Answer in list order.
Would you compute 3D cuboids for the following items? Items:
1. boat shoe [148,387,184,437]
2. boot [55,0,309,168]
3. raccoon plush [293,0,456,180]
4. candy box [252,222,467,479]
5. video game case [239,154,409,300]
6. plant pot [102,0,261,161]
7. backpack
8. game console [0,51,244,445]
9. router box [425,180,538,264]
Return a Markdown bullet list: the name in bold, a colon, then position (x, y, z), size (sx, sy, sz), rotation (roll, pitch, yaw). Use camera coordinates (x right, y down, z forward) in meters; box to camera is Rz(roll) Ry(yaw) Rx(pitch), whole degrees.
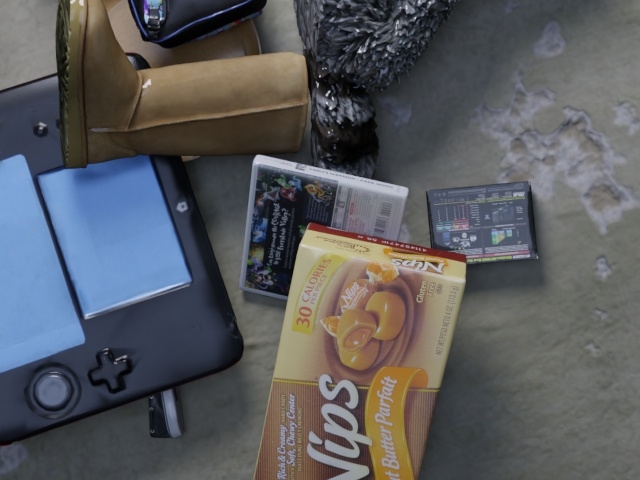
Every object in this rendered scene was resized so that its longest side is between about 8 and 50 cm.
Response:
- **boat shoe**: position (-0.194, 0.167, 1.411), size (0.040, 0.049, 0.142), rotation (-9, 93, 5)
- **boot**: position (-0.145, -0.180, 1.283), size (0.270, 0.236, 0.089), rotation (-7, 51, -17)
- **raccoon plush**: position (0.126, -0.257, 1.352), size (0.299, 0.216, 0.446), rotation (-6, 122, -10)
- **candy box**: position (0.041, 0.154, 1.329), size (0.183, 0.087, 0.316), rotation (13, 110, 4)
- **video game case**: position (0.000, 0.000, 1.352), size (0.173, 0.022, 0.190), rotation (13, 130, 4)
- **plant pot**: position (-0.184, -0.207, 1.411), size (0.236, 0.032, 0.236), rotation (0, 91, 5)
- **backpack**: position (-0.154, -0.318, 1.331), size (0.158, 0.117, 0.173), rotation (-24, 90, 5)
- **game console**: position (-0.304, 0.011, 1.358), size (0.342, 0.060, 0.386), rotation (-19, 88, -1)
- **router box**: position (0.187, -0.018, 1.381), size (0.123, 0.038, 0.092), rotation (-5, 90, 5)
